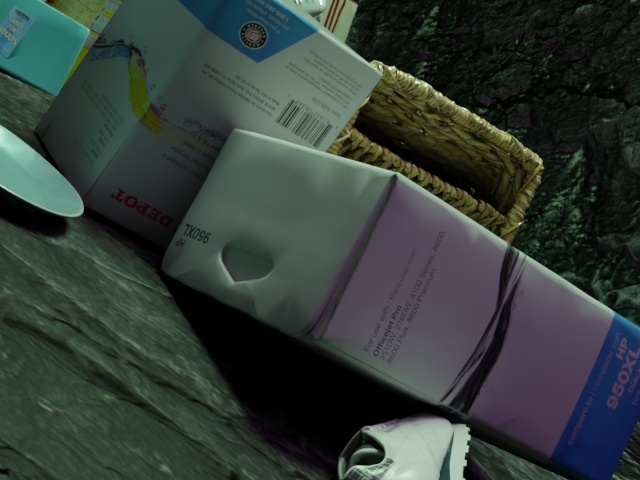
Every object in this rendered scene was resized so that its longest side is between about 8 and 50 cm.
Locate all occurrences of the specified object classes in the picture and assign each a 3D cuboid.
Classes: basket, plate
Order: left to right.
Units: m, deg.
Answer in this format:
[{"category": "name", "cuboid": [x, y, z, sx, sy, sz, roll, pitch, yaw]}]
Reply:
[{"category": "plate", "cuboid": [-0.293, -0.071, 1.339, 0.188, 0.024, 0.188, 36, 9, -6]}, {"category": "basket", "cuboid": [0.075, -0.025, 1.662, 0.299, 0.223, 0.213, 28, 56, -38]}]

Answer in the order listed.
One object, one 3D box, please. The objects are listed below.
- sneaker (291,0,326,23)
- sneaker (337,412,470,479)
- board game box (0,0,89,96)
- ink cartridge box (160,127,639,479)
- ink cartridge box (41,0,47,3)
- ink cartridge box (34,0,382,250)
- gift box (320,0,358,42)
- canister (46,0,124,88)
[{"category": "sneaker", "cuboid": [-0.106, -0.245, 1.903, 0.210, 0.137, 0.365, 8, 58, -6]}, {"category": "sneaker", "cuboid": [0.065, 0.184, 1.267, 0.095, 0.090, 0.235, 28, 8, -1]}, {"category": "board game box", "cuboid": [-0.423, -0.266, 1.442, 0.254, 0.079, 0.336, 26, -2, 45]}, {"category": "ink cartridge box", "cuboid": [0.089, 0.066, 1.448, 0.395, 0.166, 0.285, 30, -7, -35]}, {"category": "ink cartridge box", "cuboid": [-0.434, -0.399, 1.774, 0.306, 0.226, 0.131, 39, 8, 15]}, {"category": "ink cartridge box", "cuboid": [-0.120, -0.139, 1.548, 0.198, 0.270, 0.197, 31, 10, -35]}, {"category": "gift box", "cuboid": [-0.116, -0.337, 2.592, 0.276, 0.258, 0.255, 20, 4, 22]}, {"category": "canister", "cuboid": [-0.291, -0.271, 1.853, 0.073, 0.170, 0.126, 41, 10, 18]}]
